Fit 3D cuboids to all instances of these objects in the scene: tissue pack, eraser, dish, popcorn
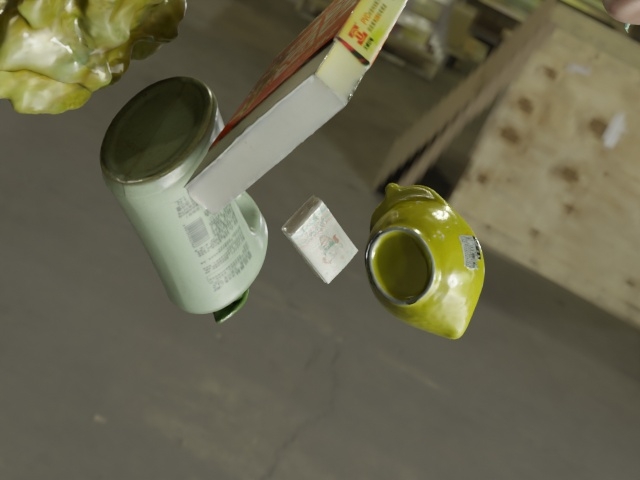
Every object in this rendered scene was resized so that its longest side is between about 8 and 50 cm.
[{"bbox_3d":[0.000,0.000,1.675,0.023,0.056,0.108,37,-9,39],"label":"tissue pack"},{"bbox_3d":[-0.008,-0.128,1.141,0.038,0.157,0.230,44,37,-12],"label":"eraser"},{"bbox_3d":[0.109,0.024,1.772,0.080,0.149,0.207,-2,63,-61],"label":"dish"},{"bbox_3d":[-0.208,-0.215,1.147,0.259,0.259,0.212,8,45,-43],"label":"popcorn"}]

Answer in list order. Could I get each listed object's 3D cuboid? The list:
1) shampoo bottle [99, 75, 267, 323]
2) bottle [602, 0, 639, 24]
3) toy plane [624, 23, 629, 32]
[{"bbox_3d":[-0.103,-0.018,1.252,0.087,0.118,0.234,13,-32,24],"label":"shampoo bottle"},{"bbox_3d":[0.258,-0.303,0.983,0.206,0.296,0.173,-8,-4,-35],"label":"bottle"},{"bbox_3d":[0.438,-0.320,2.026,0.083,0.080,0.033,33,39,-27],"label":"toy plane"}]
